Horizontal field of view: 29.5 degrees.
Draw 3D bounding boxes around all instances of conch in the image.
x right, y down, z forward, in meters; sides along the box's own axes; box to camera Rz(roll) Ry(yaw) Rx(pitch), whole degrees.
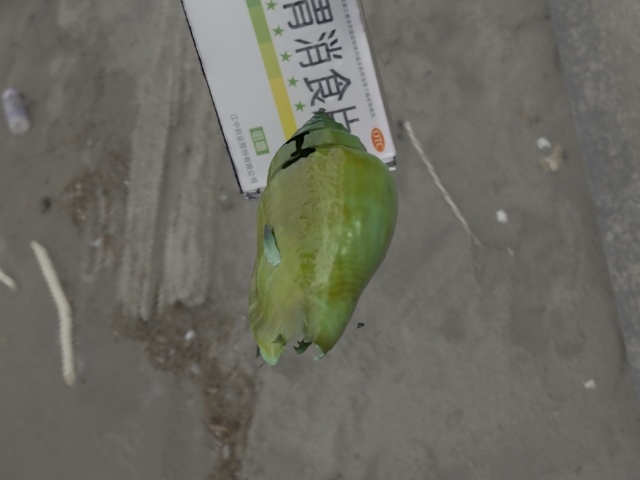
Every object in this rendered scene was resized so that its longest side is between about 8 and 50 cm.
[{"bbox_3d":[-0.002,-0.004,0.702,0.095,0.079,0.201,-44,21,50],"label":"conch"}]

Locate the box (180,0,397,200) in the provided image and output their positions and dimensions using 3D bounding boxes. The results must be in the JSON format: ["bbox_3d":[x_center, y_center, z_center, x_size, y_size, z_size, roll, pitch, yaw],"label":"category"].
[{"bbox_3d":[-0.039,-0.222,1.249,0.173,0.333,0.145,-13,24,7],"label":"box"}]
